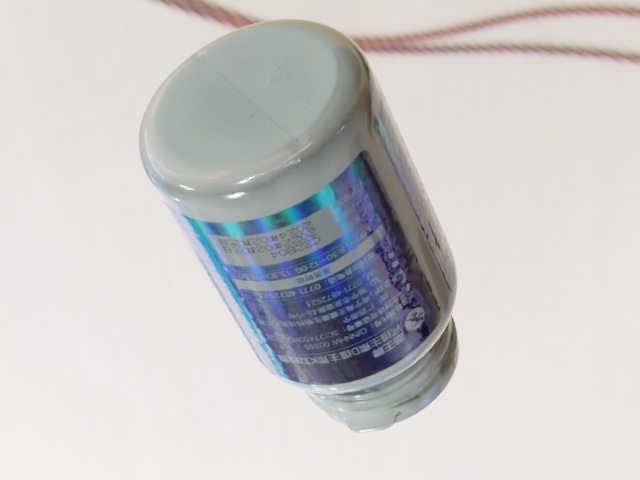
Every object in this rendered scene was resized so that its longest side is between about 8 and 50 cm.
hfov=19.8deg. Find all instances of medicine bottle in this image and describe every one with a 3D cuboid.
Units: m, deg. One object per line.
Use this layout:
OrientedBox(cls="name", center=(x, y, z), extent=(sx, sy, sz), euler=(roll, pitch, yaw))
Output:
OrientedBox(cls="medicine bottle", center=(0.000, 0.000, 0.834), extent=(0.107, 0.107, 0.191), euler=(8, 144, 30))
